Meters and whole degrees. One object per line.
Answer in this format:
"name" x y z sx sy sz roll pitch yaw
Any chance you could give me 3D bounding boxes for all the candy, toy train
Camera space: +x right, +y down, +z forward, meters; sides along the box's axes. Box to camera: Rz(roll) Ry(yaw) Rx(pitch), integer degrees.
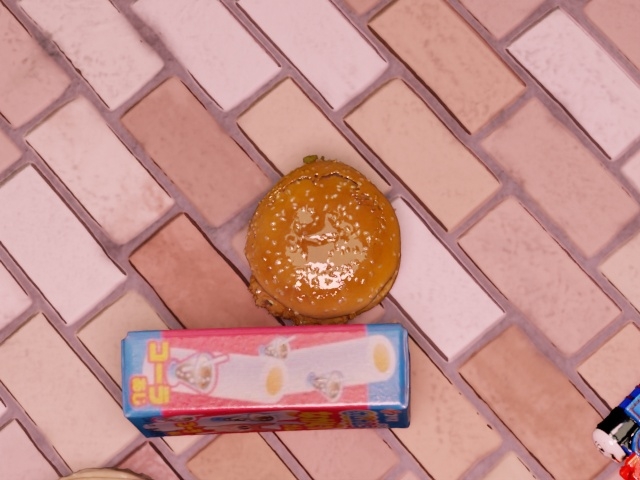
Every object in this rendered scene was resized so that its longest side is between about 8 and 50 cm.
"candy" -0.054 0.154 1.927 0.306 0.157 0.100 -3 74 2
"toy train" 0.385 0.175 1.931 0.131 0.083 0.204 43 79 14

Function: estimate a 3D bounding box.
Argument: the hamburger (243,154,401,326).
"hamburger" -0.003 0.008 1.990 0.191 0.118 0.182 -39 72 -3

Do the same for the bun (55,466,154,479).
"bun" -0.225 0.356 1.892 0.220 0.134 0.220 5 48 -6
